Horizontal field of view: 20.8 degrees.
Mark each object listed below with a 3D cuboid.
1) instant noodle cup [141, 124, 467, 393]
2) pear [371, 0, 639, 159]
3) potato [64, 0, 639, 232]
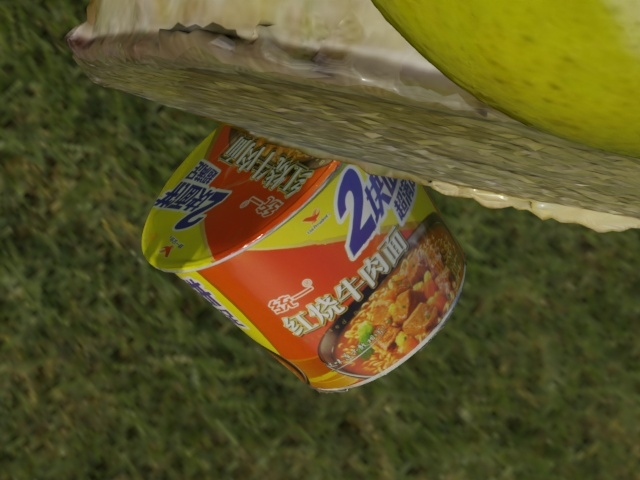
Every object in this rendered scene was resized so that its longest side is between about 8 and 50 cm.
[{"bbox_3d":[0.000,0.000,1.312,0.213,0.213,0.174,-44,117,-4],"label":"instant noodle cup"},{"bbox_3d":[0.125,-0.148,0.482,0.294,0.294,0.294,-12,117,-24],"label":"pear"},{"bbox_3d":[0.094,-0.183,0.881,0.385,0.442,0.319,15,85,-10],"label":"potato"}]
